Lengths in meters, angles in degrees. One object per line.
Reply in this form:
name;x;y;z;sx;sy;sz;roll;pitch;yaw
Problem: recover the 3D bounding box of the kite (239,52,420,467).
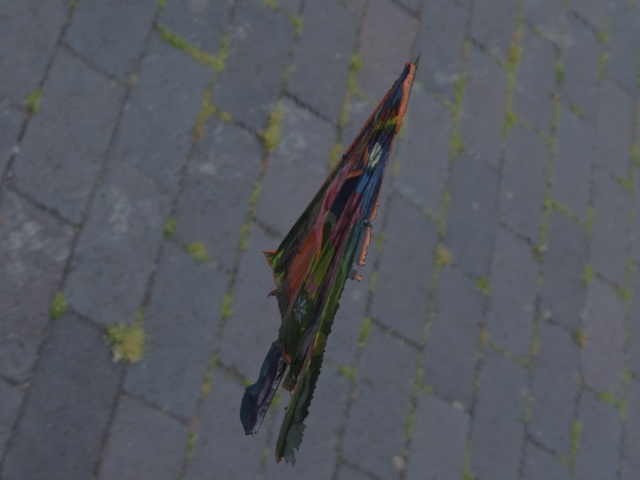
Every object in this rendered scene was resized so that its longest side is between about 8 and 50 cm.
kite;0.000;0.000;0.706;0.016;0.234;0.321;21;14;-10
